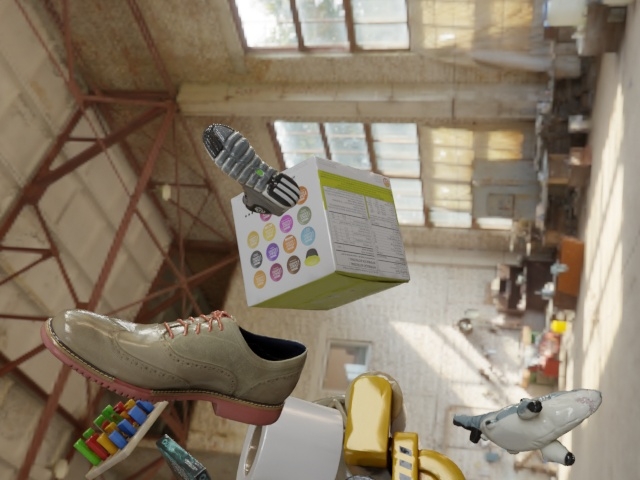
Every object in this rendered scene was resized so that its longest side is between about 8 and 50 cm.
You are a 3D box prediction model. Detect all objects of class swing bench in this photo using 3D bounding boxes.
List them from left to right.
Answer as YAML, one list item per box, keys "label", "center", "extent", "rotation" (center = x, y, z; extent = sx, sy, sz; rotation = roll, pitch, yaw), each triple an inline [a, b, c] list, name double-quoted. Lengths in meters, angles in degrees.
- label: "swing bench"
  center: [0.065, 0.558, 1.890]
  extent: [0.255, 0.165, 0.253]
  rotation: [-61, -48, -74]

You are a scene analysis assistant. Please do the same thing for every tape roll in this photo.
- label: "tape roll"
  center: [-0.069, 0.466, 1.605]
  extent: [0.246, 0.169, 0.246]
  rotation: [-161, 90, -81]

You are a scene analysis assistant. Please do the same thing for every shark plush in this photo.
- label: "shark plush"
  center: [0.201, 0.183, 0.737]
  extent: [0.067, 0.073, 0.161]
  rotation: [-42, 2, -39]

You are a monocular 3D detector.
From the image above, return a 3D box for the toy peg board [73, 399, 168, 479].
- label: "toy peg board"
  center: [-0.428, 0.395, 1.552]
  extent: [0.079, 0.160, 0.161]
  rotation: [46, -146, -9]

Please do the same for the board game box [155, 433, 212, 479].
- label: "board game box"
  center: [-0.213, 0.433, 1.292]
  extent: [0.026, 0.126, 0.186]
  rotation: [-38, -51, -28]

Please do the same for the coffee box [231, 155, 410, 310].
- label: "coffee box"
  center: [0.000, 0.000, 2.109]
  extent: [0.338, 0.337, 0.334]
  rotation: [10, -116, -48]

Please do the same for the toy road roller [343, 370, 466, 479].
- label: "toy road roller"
  center: [0.166, 0.430, 1.425]
  extent: [0.202, 0.240, 0.329]
  rotation: [71, -159, -58]

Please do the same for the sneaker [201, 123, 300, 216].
- label: "sneaker"
  center: [-0.155, -0.122, 1.472]
  extent: [0.086, 0.228, 0.132]
  rotation: [-50, 2, -29]

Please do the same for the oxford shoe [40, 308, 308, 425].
- label: "oxford shoe"
  center: [-0.173, 0.131, 0.942]
  extent: [0.130, 0.348, 0.123]
  rotation: [-58, 37, 14]
